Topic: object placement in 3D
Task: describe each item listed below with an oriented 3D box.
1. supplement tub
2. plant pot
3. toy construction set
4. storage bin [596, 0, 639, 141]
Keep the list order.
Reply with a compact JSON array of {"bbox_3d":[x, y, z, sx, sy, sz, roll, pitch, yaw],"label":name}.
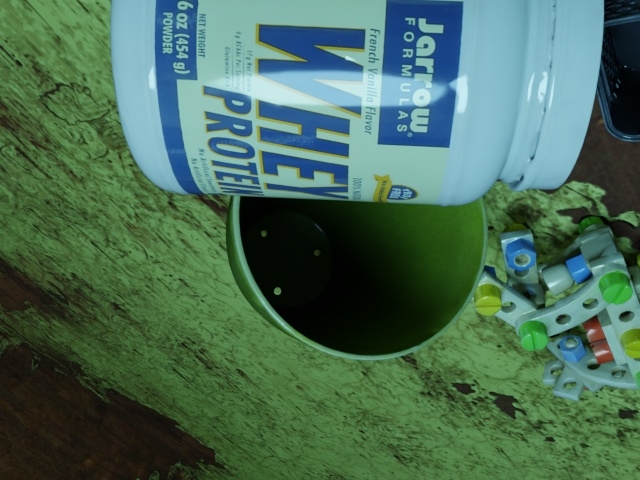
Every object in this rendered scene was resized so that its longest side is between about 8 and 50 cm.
[{"bbox_3d":[0.027,-0.146,0.569,0.324,0.235,0.235,3,144,4],"label":"supplement tub"},{"bbox_3d":[0.000,0.000,0.848,0.274,0.275,0.293,33,163,-12],"label":"plant pot"},{"bbox_3d":[0.318,0.102,0.843,0.215,0.151,0.328,-22,137,18],"label":"toy construction set"},{"bbox_3d":[0.309,-0.155,0.552,0.180,0.084,0.122,-2,138,34],"label":"storage bin"}]
